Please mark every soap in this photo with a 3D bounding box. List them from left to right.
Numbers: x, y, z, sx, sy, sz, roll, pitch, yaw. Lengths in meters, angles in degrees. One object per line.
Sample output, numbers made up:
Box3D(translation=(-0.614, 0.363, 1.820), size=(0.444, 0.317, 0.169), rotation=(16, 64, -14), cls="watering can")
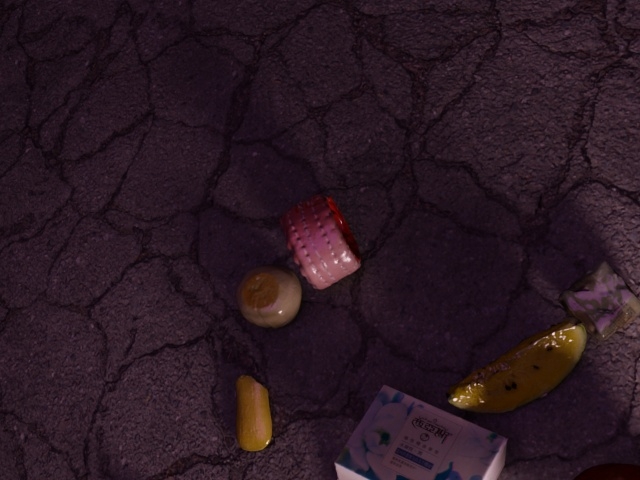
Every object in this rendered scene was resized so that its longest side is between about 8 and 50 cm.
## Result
Box3D(translation=(-0.149, 0.383, 1.936), size=(0.089, 0.033, 0.168), rotation=(-8, 69, 17), cls="soap")

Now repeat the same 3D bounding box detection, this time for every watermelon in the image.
Box3D(translation=(0.395, 0.248, 1.706), size=(0.301, 0.129, 0.123), rotation=(-35, 60, 14), cls="watermelon")

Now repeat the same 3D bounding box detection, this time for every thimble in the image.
Box3D(translation=(0.003, 0.006, 1.931), size=(0.125, 0.163, 0.189), rotation=(-27, 71, 11), cls="thimble")

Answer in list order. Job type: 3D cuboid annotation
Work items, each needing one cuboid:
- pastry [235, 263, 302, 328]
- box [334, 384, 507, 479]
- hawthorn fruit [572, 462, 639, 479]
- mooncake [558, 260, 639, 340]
Box3D(translation=(-0.118, 0.124, 1.983), size=(0.157, 0.092, 0.156), rotation=(-6, 66, 13), cls="pastry")
Box3D(translation=(0.196, 0.435, 1.691), size=(0.274, 0.116, 0.203), rotation=(21, 53, 27), cls="box")
Box3D(translation=(0.520, 0.508, 1.468), size=(0.265, 0.307, 0.265), rotation=(-4, 78, 18), cls="hawthorn fruit")
Box3D(translation=(0.553, 0.124, 1.716), size=(0.125, 0.073, 0.130), rotation=(-40, 61, 9), cls="mooncake")
